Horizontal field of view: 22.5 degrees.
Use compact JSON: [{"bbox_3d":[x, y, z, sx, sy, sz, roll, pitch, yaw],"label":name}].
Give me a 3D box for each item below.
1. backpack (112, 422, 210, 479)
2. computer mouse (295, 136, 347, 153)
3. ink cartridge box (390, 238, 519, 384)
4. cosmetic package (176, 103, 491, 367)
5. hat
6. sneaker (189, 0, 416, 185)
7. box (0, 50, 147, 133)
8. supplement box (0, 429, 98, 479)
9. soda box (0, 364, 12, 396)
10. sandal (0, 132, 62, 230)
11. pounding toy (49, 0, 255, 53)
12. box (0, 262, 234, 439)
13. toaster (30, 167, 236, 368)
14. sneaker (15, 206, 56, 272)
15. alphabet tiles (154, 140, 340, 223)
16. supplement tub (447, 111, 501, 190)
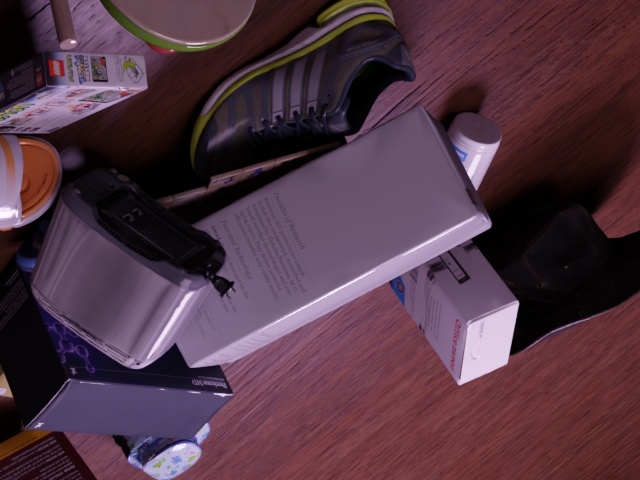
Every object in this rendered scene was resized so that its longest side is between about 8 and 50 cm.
[{"bbox_3d":[-0.212,0.276,2.247,0.114,0.084,0.105,-40,148,3],"label":"backpack"},{"bbox_3d":[0.019,-0.066,2.067,0.071,0.041,0.242,-31,146,-7],"label":"computer mouse"},{"bbox_3d":[0.182,0.074,2.227,0.085,0.203,0.148,-21,144,-18],"label":"ink cartridge box"},{"bbox_3d":[0.000,0.000,1.916,0.385,0.156,0.217,-29,173,6],"label":"cosmetic package"},{"bbox_3d":[0.328,0.027,2.328,0.331,0.331,0.134,-32,103,-4],"label":"hat"},{"bbox_3d":[-0.022,-0.157,1.850,0.300,0.121,0.111,-39,145,8],"label":"sneaker"},{"bbox_3d":[-0.276,-0.147,1.622,0.114,0.036,0.207,-2,172,-38],"label":"box"},{"bbox_3d":[-0.381,0.367,2.051,0.191,0.194,0.129,-27,165,-46],"label":"supplement box"},{"bbox_3d":[-0.344,0.162,2.018,0.181,0.061,0.058,17,121,-49],"label":"soda box"},{"bbox_3d":[-0.387,-0.057,1.669,0.265,0.102,0.076,-11,169,-28],"label":"sandal"},{"bbox_3d":[-0.188,-0.251,1.591,0.236,0.183,0.110,-7,163,-34],"label":"pounding toy"},{"bbox_3d":[-0.257,0.135,1.943,0.261,0.184,0.103,11,133,-47],"label":"box"},{"bbox_3d":[-0.210,0.037,1.776,0.146,0.227,0.129,-58,174,26],"label":"toaster"},{"bbox_3d":[-0.293,-0.018,1.857,0.144,0.053,0.059,-34,141,-11],"label":"sneaker"},{"bbox_3d":[-0.105,-0.057,1.905,0.237,0.009,0.198,-17,171,-14],"label":"alphabet tiles"},{"bbox_3d":[0.190,-0.109,2.132,0.071,0.071,0.107,-9,138,-33],"label":"supplement tub"}]
